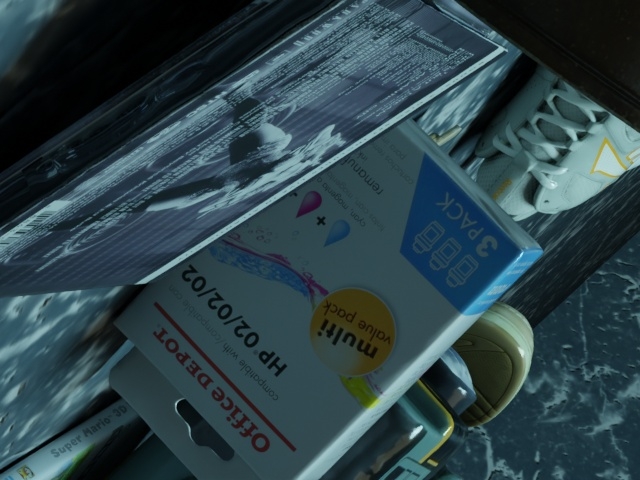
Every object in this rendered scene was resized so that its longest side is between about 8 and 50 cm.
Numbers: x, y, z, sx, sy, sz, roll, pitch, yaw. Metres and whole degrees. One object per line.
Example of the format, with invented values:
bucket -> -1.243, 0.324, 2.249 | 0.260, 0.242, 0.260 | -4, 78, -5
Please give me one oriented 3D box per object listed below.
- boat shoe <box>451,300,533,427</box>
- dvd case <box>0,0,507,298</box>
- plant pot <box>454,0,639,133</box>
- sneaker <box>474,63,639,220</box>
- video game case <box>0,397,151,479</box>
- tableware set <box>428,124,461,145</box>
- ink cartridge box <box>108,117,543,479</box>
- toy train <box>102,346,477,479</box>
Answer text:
boat shoe -> 0.113, 0.106, 1.616 | 0.098, 0.109, 0.302 | -45, 178, -28
dvd case -> -0.029, -0.031, 0.588 | 0.164, 0.018, 0.221 | -33, 172, 13
plant pot -> 0.109, -0.118, 0.502 | 0.165, 0.167, 0.167 | -54, 169, 12
sneaker -> 0.147, -0.064, 1.060 | 0.121, 0.099, 0.262 | -39, 169, -6
video game case -> -0.143, 0.130, 0.901 | 0.119, 0.015, 0.166 | -51, 169, 35
tableware set -> 0.000, 0.000, 0.932 | 0.141, 0.020, 0.169 | -33, 165, -49
ink cartridge box -> -0.009, 0.033, 0.776 | 0.181, 0.104, 0.061 | -47, 170, 11
toy train -> -0.062, 0.161, 0.948 | 0.334, 0.142, 0.190 | -41, 160, 2
